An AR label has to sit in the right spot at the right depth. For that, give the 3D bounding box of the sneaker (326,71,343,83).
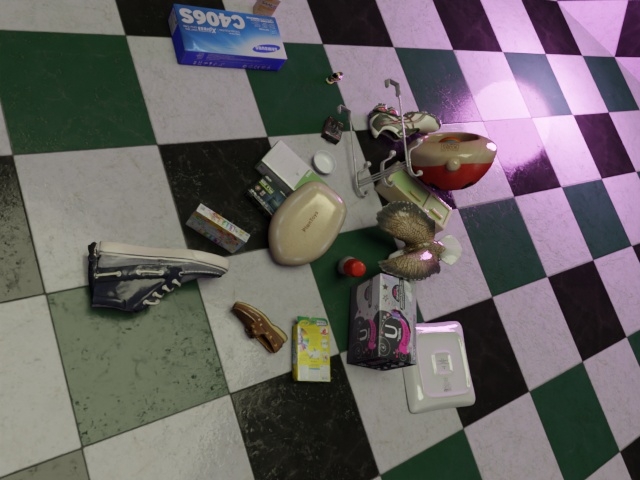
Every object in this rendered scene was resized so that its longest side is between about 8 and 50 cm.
[{"bbox_3d":[0.057,-0.585,1.868,0.083,0.035,0.031,-39,94,-35],"label":"sneaker"}]

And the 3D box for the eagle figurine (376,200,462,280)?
[{"bbox_3d":[0.296,0.024,1.664,0.226,0.298,0.225,39,94,26],"label":"eagle figurine"}]

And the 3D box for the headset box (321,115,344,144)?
[{"bbox_3d":[0.041,-0.371,1.777,0.062,0.032,0.083,26,59,-20],"label":"headset box"}]

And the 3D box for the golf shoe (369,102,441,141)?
[{"bbox_3d":[0.306,-0.410,1.902,0.273,0.105,0.120,6,74,-9],"label":"golf shoe"}]

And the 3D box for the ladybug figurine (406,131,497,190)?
[{"bbox_3d":[0.452,-0.277,1.818,0.449,0.305,0.162,-49,138,-66],"label":"ladybug figurine"}]

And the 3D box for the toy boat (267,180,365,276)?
[{"bbox_3d":[0.000,0.000,1.543,0.318,0.148,0.267,42,83,-10],"label":"toy boat"}]

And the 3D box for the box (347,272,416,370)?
[{"bbox_3d":[0.182,0.243,1.540,0.142,0.163,0.247,16,64,-26],"label":"box"}]

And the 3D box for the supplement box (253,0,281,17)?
[{"bbox_3d":[-0.181,-0.802,1.772,0.062,0.098,0.036,6,69,-28],"label":"supplement box"}]

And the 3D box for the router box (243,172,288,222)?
[{"bbox_3d":[-0.155,-0.127,1.561,0.122,0.038,0.092,47,55,-7],"label":"router box"}]

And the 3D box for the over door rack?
[{"bbox_3d":[0.201,-0.329,1.714,0.108,0.239,0.324,-6,81,-46],"label":"over door rack"}]

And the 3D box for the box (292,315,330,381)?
[{"bbox_3d":[-0.028,0.305,1.467,0.105,0.043,0.179,10,69,-27],"label":"box"}]

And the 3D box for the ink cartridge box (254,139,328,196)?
[{"bbox_3d":[-0.089,-0.197,1.613,0.209,0.062,0.109,42,56,-11],"label":"ink cartridge box"}]

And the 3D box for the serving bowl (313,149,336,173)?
[{"bbox_3d":[0.010,-0.253,1.715,0.083,0.027,0.083,11,66,-28],"label":"serving bowl"}]

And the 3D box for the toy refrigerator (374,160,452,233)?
[{"bbox_3d":[0.328,-0.144,1.822,0.269,0.094,0.102,40,56,-12],"label":"toy refrigerator"}]

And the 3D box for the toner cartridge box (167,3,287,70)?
[{"bbox_3d":[-0.290,-0.638,1.658,0.348,0.075,0.165,-8,77,-33],"label":"toner cartridge box"}]

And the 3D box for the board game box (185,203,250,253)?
[{"bbox_3d":[-0.278,-0.030,1.410,0.154,0.103,0.026,33,58,-15],"label":"board game box"}]

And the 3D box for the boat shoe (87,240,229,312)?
[{"bbox_3d":[-0.398,0.103,1.289,0.341,0.127,0.158,7,74,-20],"label":"boat shoe"}]

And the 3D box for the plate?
[{"bbox_3d":[0.382,0.397,1.674,0.277,0.045,0.278,4,70,-30],"label":"plate"}]

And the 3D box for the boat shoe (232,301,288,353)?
[{"bbox_3d":[-0.167,0.233,1.398,0.178,0.064,0.060,43,54,-13],"label":"boat shoe"}]
